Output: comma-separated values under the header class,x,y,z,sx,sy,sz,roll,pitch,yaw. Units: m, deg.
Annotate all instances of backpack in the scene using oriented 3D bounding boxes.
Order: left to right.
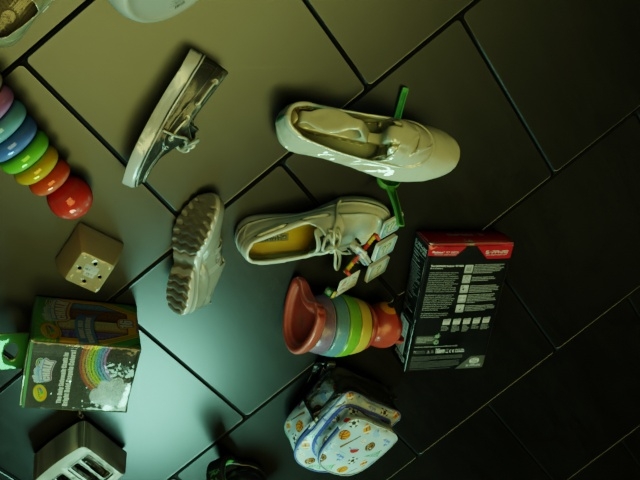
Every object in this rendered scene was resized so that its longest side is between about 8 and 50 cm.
class,x,y,z,sx,sy,sz,roll,pitch,yaw
backpack,0.049,0.479,1.914,0.276,0.213,0.263,33,113,-31

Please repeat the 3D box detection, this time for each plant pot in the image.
class,x,y,z,sx,sy,sz,roll,pitch,yaw
plant pot,-0.489,0.046,1.582,0.109,0.096,0.109,30,105,-28

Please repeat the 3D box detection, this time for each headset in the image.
class,x,y,z,sx,sy,sz,roll,pitch,yaw
headset,-0.158,0.689,1.940,0.185,0.243,0.394,-27,142,3

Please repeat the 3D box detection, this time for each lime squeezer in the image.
class,x,y,z,sx,sy,sz,roll,pitch,yaw
lime squeezer,0.159,-0.182,1.672,0.059,0.110,0.310,3,85,-1

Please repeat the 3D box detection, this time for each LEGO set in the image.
class,x,y,z,sx,sy,sz,roll,pitch,yaw
LEGO set,0.109,0.053,1.704,0.244,0.060,0.182,-27,143,-43

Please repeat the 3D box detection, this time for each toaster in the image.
class,x,y,z,sx,sy,sz,roll,pitch,yaw
toaster,-0.581,0.535,1.793,0.168,0.110,0.185,-37,120,2

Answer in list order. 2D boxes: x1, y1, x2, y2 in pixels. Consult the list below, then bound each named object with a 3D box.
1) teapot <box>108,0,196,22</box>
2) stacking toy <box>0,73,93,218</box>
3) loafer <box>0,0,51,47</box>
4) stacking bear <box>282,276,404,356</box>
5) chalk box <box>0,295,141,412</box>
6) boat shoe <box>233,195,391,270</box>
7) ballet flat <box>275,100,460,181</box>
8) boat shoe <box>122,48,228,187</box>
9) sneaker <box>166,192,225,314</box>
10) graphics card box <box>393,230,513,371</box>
class,x,y,z,sx,sy,sz,roll,pitch,yaw
teapot,-0.299,-0.525,1.304,0.252,0.256,0.187,-43,79,30
stacking toy,-0.570,-0.164,1.442,0.141,0.141,0.330,-34,126,1
loafer,-0.513,-0.452,1.324,0.102,0.092,0.268,29,104,-27
stacking bear,0.070,0.200,1.805,0.289,0.175,0.164,7,117,-28
chalk box,-0.552,0.243,1.617,0.289,0.179,0.180,9,114,-20
boat shoe,-0.002,-0.008,1.670,0.367,0.156,0.135,-6,118,-14
ballet flat,0.103,-0.210,1.550,0.400,0.139,0.139,11,113,-2
boat shoe,-0.289,-0.226,1.497,0.105,0.113,0.306,30,95,-13
sneaker,-0.264,0.025,1.661,0.115,0.105,0.281,-5,119,-53
graphics card box,0.331,0.154,1.893,0.233,0.094,0.370,-1,115,-17
